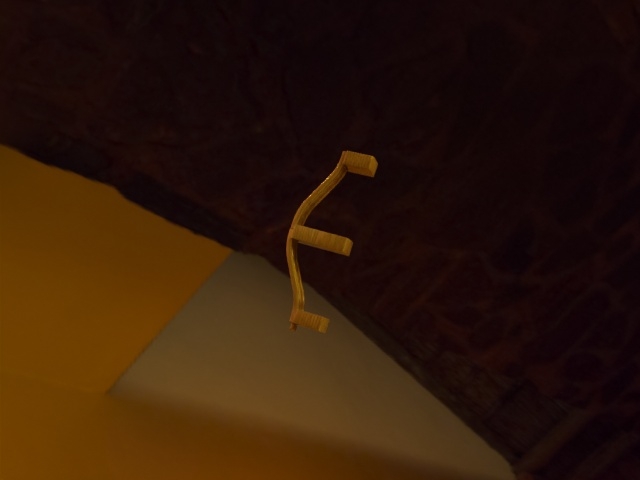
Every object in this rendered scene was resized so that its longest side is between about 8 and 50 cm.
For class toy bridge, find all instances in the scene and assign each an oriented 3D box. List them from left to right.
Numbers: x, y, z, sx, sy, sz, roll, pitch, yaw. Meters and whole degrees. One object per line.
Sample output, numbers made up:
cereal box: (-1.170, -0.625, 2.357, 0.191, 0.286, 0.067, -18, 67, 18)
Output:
toy bridge: (0.000, 0.000, 0.778, 0.063, 0.026, 0.188, 15, -97, 19)
